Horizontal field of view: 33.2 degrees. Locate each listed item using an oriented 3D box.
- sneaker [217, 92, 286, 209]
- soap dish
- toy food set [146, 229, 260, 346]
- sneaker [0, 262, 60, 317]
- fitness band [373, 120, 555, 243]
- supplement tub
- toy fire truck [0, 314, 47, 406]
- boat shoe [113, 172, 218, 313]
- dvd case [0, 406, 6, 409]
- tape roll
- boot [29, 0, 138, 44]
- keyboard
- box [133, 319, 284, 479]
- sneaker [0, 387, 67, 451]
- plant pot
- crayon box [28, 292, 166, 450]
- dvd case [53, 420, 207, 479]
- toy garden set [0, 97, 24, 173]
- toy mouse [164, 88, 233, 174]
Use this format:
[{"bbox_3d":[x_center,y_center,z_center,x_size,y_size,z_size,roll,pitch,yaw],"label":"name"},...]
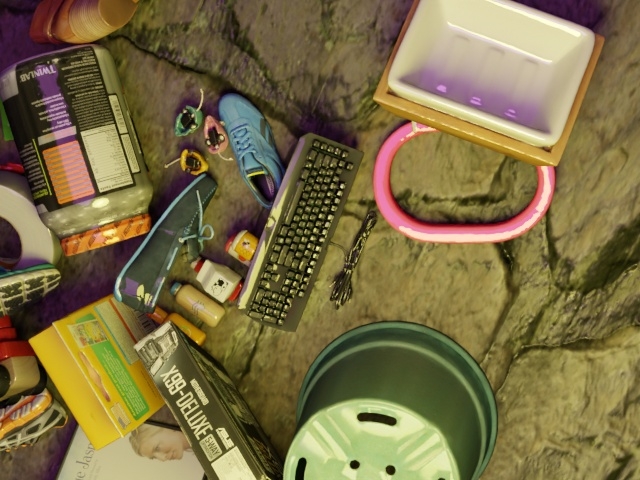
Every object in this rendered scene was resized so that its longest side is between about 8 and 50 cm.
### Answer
[{"bbox_3d":[-0.111,-0.148,1.762,0.069,0.082,0.209,-26,91,14],"label":"sneaker"},{"bbox_3d":[0.253,-0.251,1.630,0.291,0.118,0.229,21,73,6],"label":"soap dish"},{"bbox_3d":[-0.186,0.060,1.781,0.104,0.111,0.232,34,114,6],"label":"toy food set"},{"bbox_3d":[-0.559,0.063,1.737,0.275,0.107,0.110,-7,61,-26],"label":"sneaker"},{"bbox_3d":[0.228,-0.099,1.721,0.291,0.054,0.209,0,97,11],"label":"fitness band"},{"bbox_3d":[-0.391,-0.145,1.754,0.194,0.193,0.316,-15,94,12],"label":"supplement tub"},{"bbox_3d":[-0.612,0.170,1.834,0.217,0.158,0.246,-23,75,27],"label":"toy fire truck"},{"bbox_3d":[-0.237,0.010,1.770,0.089,0.109,0.258,33,76,2],"label":"boat shoe"},{"bbox_3d":[-0.680,0.226,1.942,0.221,0.018,0.164,-2,97,11],"label":"dvd case"},{"bbox_3d":[-0.552,-0.007,1.835,0.219,0.072,0.219,2,112,5],"label":"tape roll"},{"bbox_3d":[-0.340,-0.420,1.752,0.220,0.283,0.109,-1,142,45],"label":"boot"},{"bbox_3d":[0.000,0.000,1.738,0.201,0.033,0.317,17,98,-30],"label":"keyboard"},{"bbox_3d":[-0.150,0.297,1.681,0.076,0.242,0.307,-36,60,-1],"label":"box"},{"bbox_3d":[-0.542,0.336,1.902,0.215,0.084,0.083,-28,129,22],"label":"sneaker"},{"bbox_3d":[0.096,0.323,1.656,0.341,0.334,0.341,1,98,11],"label":"plant pot"},{"bbox_3d":[-0.340,0.201,1.722,0.083,0.323,0.203,-31,91,12],"label":"crayon box"},{"bbox_3d":[-0.319,0.393,1.841,0.253,0.022,0.180,10,58,9],"label":"dvd case"},{"bbox_3d":[-0.613,-0.170,1.867,0.244,0.049,0.203,-5,95,9],"label":"toy garden set"},{"bbox_3d":[-0.193,-0.179,1.774,0.161,0.031,0.143,15,106,41],"label":"toy mouse"}]
